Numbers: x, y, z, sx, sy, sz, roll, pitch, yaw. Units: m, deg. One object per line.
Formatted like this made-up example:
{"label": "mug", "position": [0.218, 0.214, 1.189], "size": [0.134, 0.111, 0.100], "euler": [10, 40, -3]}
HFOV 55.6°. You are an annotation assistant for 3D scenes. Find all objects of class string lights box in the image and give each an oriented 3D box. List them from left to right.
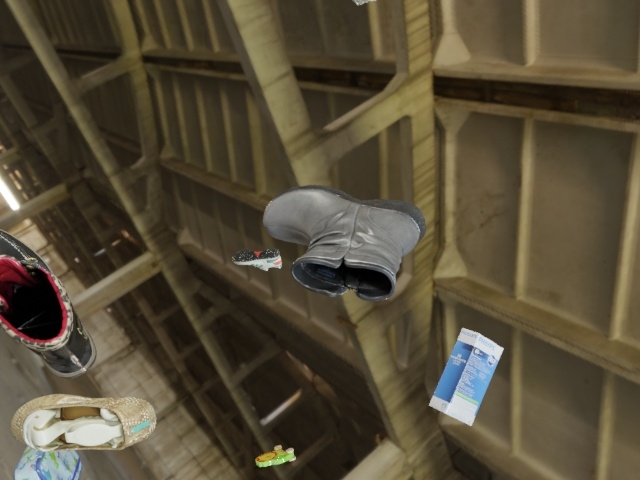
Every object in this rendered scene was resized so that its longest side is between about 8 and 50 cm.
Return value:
{"label": "string lights box", "position": [0.448, 0.417, 1.855], "size": [0.133, 0.260, 0.076], "euler": [32, -11, -31]}

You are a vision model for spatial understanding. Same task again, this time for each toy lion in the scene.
{"label": "toy lion", "position": [-0.137, 0.636, 1.772], "size": [0.100, 0.096, 0.034], "euler": [-12, -88, 51]}

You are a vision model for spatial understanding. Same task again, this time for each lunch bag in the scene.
{"label": "lunch bag", "position": [-0.732, 0.629, 1.651], "size": [0.219, 0.090, 0.176], "euler": [-125, -168, -73]}

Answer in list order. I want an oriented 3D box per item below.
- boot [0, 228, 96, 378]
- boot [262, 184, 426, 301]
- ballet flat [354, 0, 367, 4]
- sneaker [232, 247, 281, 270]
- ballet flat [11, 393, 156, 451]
{"label": "boot", "position": [-0.578, 0.090, 1.160], "size": [0.377, 0.138, 0.284], "euler": [53, -23, 7]}
{"label": "boot", "position": [0.000, 0.000, 1.070], "size": [0.338, 0.223, 0.118], "euler": [2, -60, 30]}
{"label": "ballet flat", "position": [-0.033, -0.525, 0.922], "size": [0.409, 0.147, 0.147], "euler": [47, -20, -14]}
{"label": "sneaker", "position": [-0.199, 0.071, 1.931], "size": [0.161, 0.057, 0.075], "euler": [-5, -48, 14]}
{"label": "ballet flat", "position": [-0.306, 0.226, 0.743], "size": [0.067, 0.206, 0.073], "euler": [-18, 98, -77]}
